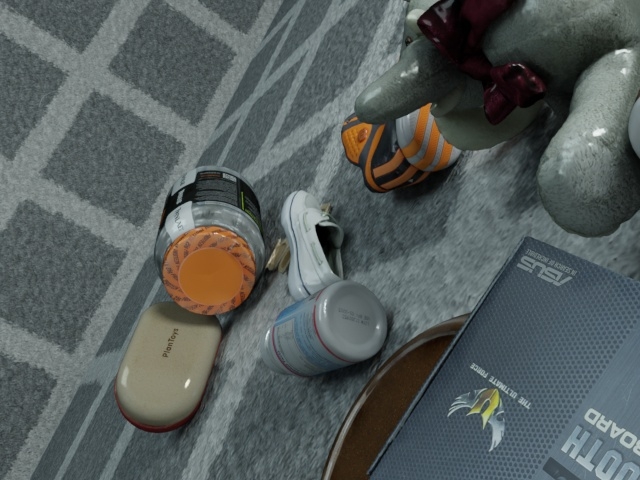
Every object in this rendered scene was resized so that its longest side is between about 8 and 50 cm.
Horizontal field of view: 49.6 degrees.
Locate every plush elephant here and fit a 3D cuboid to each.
[{"bbox_3d":[0.143,-0.174,0.590,0.255,0.272,0.330,-16,20,49],"label":"plush elephant"}]

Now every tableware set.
[{"bbox_3d":[-0.042,-0.007,1.147,0.141,0.020,0.168,-60,19,-4],"label":"tableware set"}]

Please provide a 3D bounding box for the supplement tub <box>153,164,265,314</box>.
[{"bbox_3d":[-0.200,-0.005,1.269,0.193,0.193,0.316,-53,19,14],"label":"supplement tub"}]

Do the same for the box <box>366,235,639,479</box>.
[{"bbox_3d":[0.147,0.117,0.348,0.183,0.059,0.232,-57,34,1],"label":"box"}]

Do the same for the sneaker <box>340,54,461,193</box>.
[{"bbox_3d":[0.111,-0.203,0.907,0.180,0.124,0.321,-27,37,55],"label":"sneaker"}]

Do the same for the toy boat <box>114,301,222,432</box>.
[{"bbox_3d":[-0.260,0.229,1.199,0.151,0.151,0.231,97,-176,-46],"label":"toy boat"}]

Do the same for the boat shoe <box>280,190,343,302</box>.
[{"bbox_3d":[0.000,0.000,0.971,0.076,0.083,0.226,-36,39,24],"label":"boat shoe"}]

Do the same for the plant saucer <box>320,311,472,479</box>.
[{"bbox_3d":[0.081,0.180,0.524,0.310,0.050,0.311,-49,22,28],"label":"plant saucer"}]

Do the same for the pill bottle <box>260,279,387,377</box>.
[{"bbox_3d":[-0.004,0.106,0.779,0.160,0.087,0.087,-32,33,53],"label":"pill bottle"}]

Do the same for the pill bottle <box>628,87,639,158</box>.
[{"bbox_3d":[0.275,-0.137,0.413,0.215,0.117,0.117,-64,20,-14],"label":"pill bottle"}]
